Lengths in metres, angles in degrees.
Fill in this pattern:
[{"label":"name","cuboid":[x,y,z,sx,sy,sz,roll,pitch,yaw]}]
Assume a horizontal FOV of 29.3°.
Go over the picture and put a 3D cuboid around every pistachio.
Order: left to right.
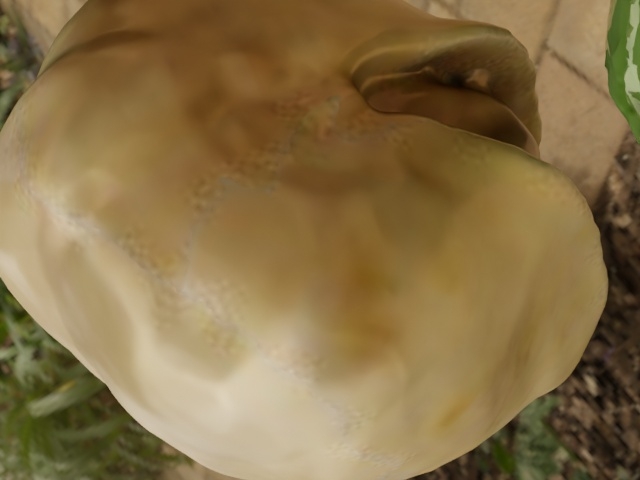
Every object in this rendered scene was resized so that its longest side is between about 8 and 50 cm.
[{"label":"pistachio","cuboid":[0.000,0.000,0.546,0.238,0.321,0.229,-23,63,28]}]

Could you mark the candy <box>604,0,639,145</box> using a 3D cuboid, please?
[{"label":"candy","cuboid":[0.174,-0.125,0.473,0.132,0.343,0.142,-37,101,25]}]
